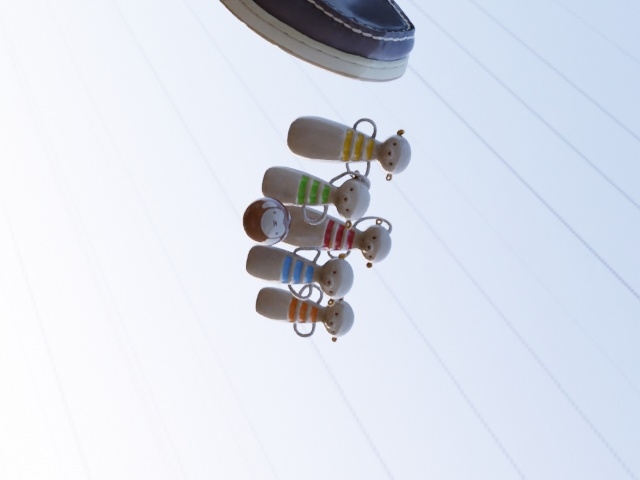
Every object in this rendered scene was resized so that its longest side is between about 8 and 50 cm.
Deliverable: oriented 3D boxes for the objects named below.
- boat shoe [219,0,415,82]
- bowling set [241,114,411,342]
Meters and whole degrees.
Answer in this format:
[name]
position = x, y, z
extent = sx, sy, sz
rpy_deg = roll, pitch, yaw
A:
[boat shoe]
position = -0.037, -0.218, 0.618
extent = 0.285, 0.103, 0.092
rpy_deg = 48, -51, 23
[bowling set]
position = 0.000, 0.000, 1.055
extent = 0.200, 0.154, 0.286
rpy_deg = -41, 143, -74
